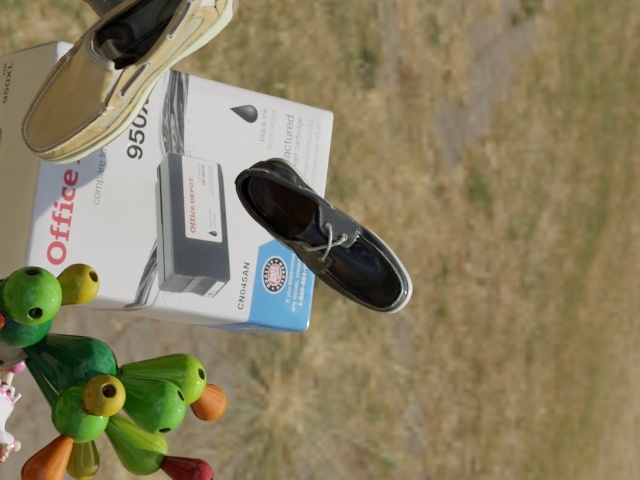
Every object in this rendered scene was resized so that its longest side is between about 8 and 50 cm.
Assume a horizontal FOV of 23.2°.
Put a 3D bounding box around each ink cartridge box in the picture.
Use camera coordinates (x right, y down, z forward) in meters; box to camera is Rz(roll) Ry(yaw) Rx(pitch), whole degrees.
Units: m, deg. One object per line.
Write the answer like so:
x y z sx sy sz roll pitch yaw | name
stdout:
-0.200 -0.054 1.877 0.395 0.166 0.285 11 82 -35 | ink cartridge box

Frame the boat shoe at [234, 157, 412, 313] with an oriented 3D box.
0.000 0.000 1.723 0.084 0.233 0.079 -50 170 13 | boat shoe

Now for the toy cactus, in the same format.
-0.151 0.071 0.848 0.112 0.180 0.219 -60 153 -10 | toy cactus

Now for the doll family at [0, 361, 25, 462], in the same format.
-0.429 0.152 1.633 0.263 0.118 0.163 52 37 -41 | doll family

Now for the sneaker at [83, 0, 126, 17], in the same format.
-0.161 -0.360 1.394 0.139 0.341 0.125 33 26 -5 | sneaker

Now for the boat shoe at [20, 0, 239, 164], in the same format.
-0.144 -0.125 1.061 0.068 0.190 0.072 50 16 12 | boat shoe
